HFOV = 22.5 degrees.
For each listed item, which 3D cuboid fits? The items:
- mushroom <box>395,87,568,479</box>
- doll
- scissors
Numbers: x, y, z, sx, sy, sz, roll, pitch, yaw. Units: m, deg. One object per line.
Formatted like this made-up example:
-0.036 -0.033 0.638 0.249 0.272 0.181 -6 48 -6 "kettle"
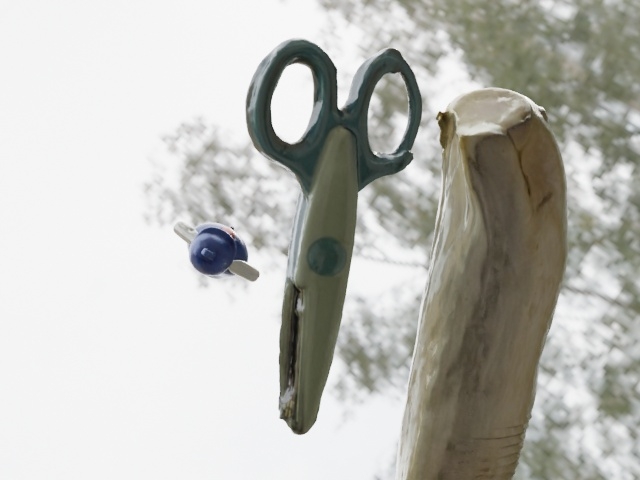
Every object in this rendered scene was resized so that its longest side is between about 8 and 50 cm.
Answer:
0.103 0.071 1.063 0.122 0.095 0.351 -24 -57 -56 "mushroom"
-0.104 0.011 1.575 0.098 0.143 0.058 33 -87 1 "doll"
0.000 0.000 1.166 0.138 0.041 0.289 4 -83 -25 "scissors"
